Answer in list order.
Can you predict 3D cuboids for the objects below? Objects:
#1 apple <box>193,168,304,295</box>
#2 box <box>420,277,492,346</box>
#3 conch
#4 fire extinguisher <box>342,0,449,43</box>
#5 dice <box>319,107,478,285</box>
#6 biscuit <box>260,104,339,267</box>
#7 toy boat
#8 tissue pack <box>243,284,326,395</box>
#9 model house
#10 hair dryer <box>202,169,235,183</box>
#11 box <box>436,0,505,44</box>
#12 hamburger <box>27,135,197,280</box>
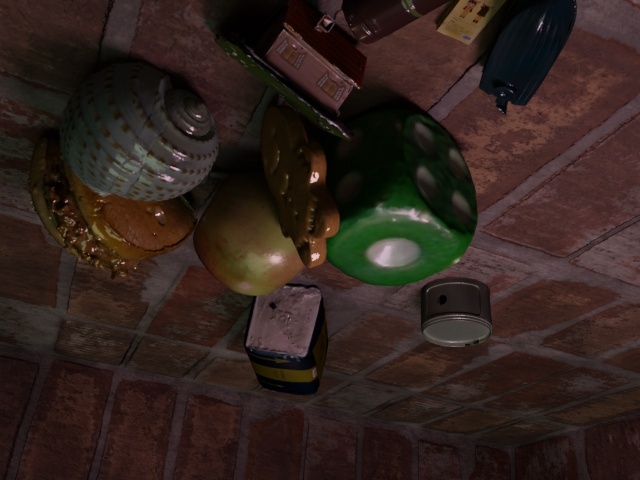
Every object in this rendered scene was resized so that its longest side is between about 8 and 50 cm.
[{"bbox_3d":[-0.157,-0.027,1.571,0.277,0.319,0.319,41,139,-13],"label":"apple"},{"bbox_3d":[0.440,0.236,2.079,0.226,0.149,0.226,3,149,2],"label":"box"},{"bbox_3d":[-0.378,-0.196,1.332,0.319,0.215,0.303,-46,127,7],"label":"conch"},{"bbox_3d":[0.183,-0.435,1.002,0.341,0.105,0.141,-19,144,40],"label":"fire extinguisher"},{"bbox_3d":[0.154,-0.093,1.412,0.297,0.300,0.287,30,138,-34],"label":"dice"},{"bbox_3d":[-0.058,-0.123,1.327,0.052,0.355,0.275,-11,153,-23],"label":"biscuit"},{"bbox_3d":[0.362,-0.348,1.105,0.114,0.122,0.296,23,161,7],"label":"toy boat"},{"bbox_3d":[-0.113,0.352,2.255,0.253,0.264,0.416,6,149,8],"label":"tissue pack"},{"bbox_3d":[-0.033,-0.341,1.204,0.294,0.207,0.154,34,95,-27],"label":"model house"},{"bbox_3d":[-0.251,-0.168,1.608,0.124,0.038,0.063,8,150,-16],"label":"hair dryer"},{"bbox_3d":[0.272,-0.410,1.118,0.073,0.020,0.149,17,148,-18],"label":"box"},{"bbox_3d":[-0.542,-0.059,1.598,0.268,0.287,0.445,-11,143,26],"label":"hamburger"}]
